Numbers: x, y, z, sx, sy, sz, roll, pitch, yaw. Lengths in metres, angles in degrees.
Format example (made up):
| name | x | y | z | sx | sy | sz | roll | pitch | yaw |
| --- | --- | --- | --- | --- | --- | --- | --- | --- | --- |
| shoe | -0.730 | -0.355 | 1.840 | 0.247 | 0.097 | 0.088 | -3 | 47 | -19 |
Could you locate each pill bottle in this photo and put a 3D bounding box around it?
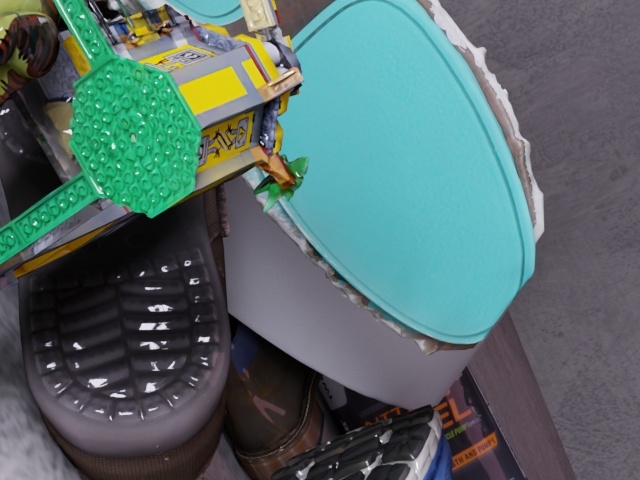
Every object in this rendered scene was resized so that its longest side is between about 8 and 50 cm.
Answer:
| name | x | y | z | sx | sy | sz | roll | pitch | yaw |
| --- | --- | --- | --- | --- | --- | --- | --- | --- | --- |
| pill bottle | 0.078 | 0.148 | 1.525 | 0.246 | 0.130 | 0.130 | 62 | 9 | 3 |

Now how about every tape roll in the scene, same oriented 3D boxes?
| name | x | y | z | sx | sy | sz | roll | pitch | yaw |
| --- | --- | --- | --- | --- | --- | --- | --- | --- | --- |
| tape roll | 0.000 | 0.000 | 1.252 | 0.286 | 0.100 | 0.286 | 33 | 11 | -7 |

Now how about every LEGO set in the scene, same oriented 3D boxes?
| name | x | y | z | sx | sy | sz | roll | pitch | yaw |
| --- | --- | --- | --- | --- | --- | --- | --- | --- | --- |
| LEGO set | -0.128 | -0.128 | 0.762 | 0.331 | 0.255 | 0.192 | 52 | 36 | 5 |

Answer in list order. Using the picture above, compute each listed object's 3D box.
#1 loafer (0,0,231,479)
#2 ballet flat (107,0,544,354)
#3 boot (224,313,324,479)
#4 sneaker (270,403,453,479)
| name | x | y | z | sx | sy | sz | roll | pitch | yaw |
| --- | --- | --- | --- | --- | --- | --- | --- | --- | --- |
| loafer | -0.118 | -0.001 | 0.966 | 0.366 | 0.133 | 0.130 | -94 | -176 | -46 |
| ballet flat | -0.022 | -0.126 | 0.920 | 0.409 | 0.147 | 0.147 | 51 | 11 | -11 |
| boot | -0.047 | 0.065 | 1.222 | 0.106 | 0.082 | 0.219 | 60 | 11 | -29 |
| sneaker | 0.035 | 0.228 | 1.046 | 0.147 | 0.129 | 0.330 | 59 | 22 | -22 |
